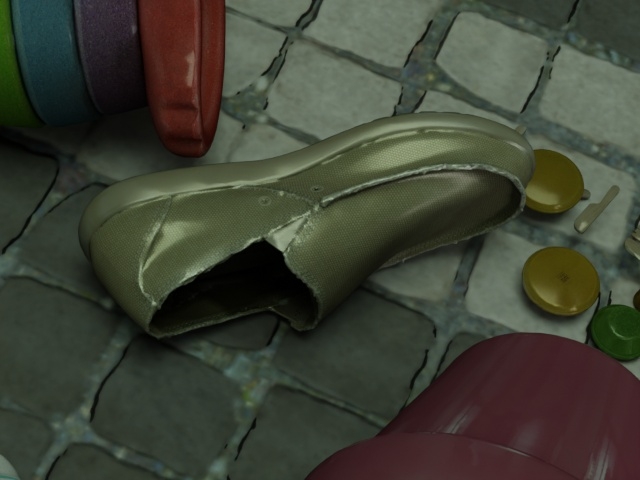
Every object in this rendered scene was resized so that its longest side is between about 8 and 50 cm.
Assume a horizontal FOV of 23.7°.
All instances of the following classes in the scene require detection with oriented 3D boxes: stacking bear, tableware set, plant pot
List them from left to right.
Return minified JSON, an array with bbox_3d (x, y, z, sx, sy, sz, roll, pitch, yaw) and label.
[{"bbox_3d":[-0.208,-0.141,0.903,0.289,0.175,0.164,-1,13,3],"label":"stacking bear"},{"bbox_3d":[0.089,0.147,0.740,0.201,0.201,0.180,26,40,9],"label":"plant pot"},{"bbox_3d":[0.152,0.003,0.941,0.154,0.024,0.104,36,61,14],"label":"tableware set"}]

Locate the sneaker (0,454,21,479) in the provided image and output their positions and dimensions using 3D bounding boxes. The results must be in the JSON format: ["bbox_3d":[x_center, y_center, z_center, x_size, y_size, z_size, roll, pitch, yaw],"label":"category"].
[{"bbox_3d":[-0.223,0.142,0.773,0.152,0.054,0.061,0,47,-16],"label":"sneaker"}]

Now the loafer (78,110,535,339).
[{"bbox_3d":[0.000,0.000,0.877,0.268,0.102,0.092,-13,60,-6],"label":"loafer"}]
